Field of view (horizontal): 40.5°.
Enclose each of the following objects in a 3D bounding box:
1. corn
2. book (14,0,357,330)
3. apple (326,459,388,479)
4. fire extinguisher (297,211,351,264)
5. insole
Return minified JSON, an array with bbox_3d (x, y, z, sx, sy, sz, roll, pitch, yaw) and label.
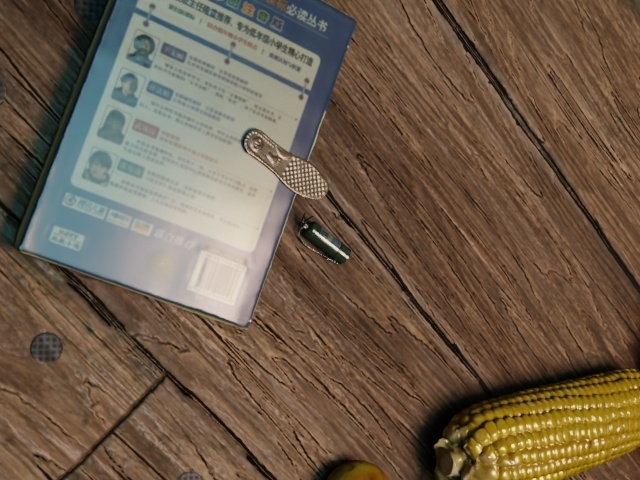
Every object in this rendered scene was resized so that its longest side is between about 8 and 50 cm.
[{"bbox_3d":[0.337,0.270,1.235,0.387,0.144,0.144,-11,97,-24],"label":"corn"},{"bbox_3d":[-0.148,-0.138,1.045,0.300,0.039,0.428,23,82,-25],"label":"book"},{"bbox_3d":[0.050,0.334,1.138,0.089,0.074,0.089,-2,93,-27],"label":"apple"},{"bbox_3d":[0.000,0.000,1.129,0.083,0.025,0.038,39,99,-21],"label":"fire extinguisher"},{"bbox_3d":[-0.041,-0.093,1.078,0.135,0.002,0.045,36,76,-27],"label":"insole"}]
